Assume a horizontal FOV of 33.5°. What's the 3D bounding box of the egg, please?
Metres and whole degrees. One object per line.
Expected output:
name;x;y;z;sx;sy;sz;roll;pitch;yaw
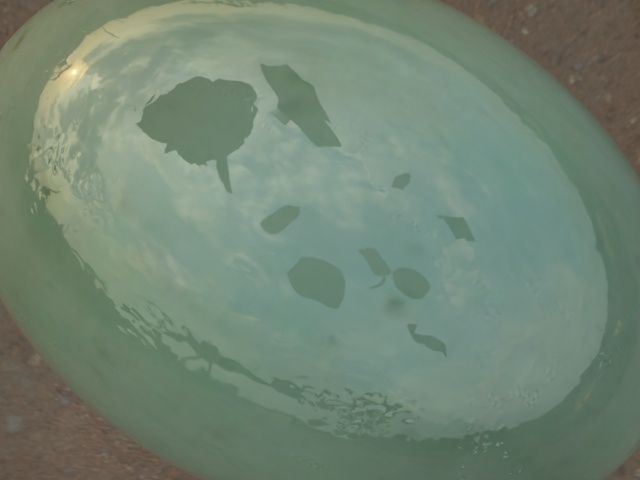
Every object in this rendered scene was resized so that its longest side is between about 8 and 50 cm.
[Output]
egg;0.000;0.000;0.562;0.389;0.276;0.276;26;77;2
